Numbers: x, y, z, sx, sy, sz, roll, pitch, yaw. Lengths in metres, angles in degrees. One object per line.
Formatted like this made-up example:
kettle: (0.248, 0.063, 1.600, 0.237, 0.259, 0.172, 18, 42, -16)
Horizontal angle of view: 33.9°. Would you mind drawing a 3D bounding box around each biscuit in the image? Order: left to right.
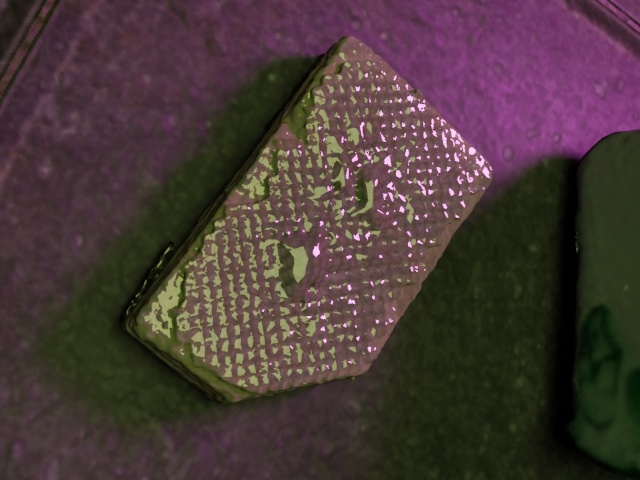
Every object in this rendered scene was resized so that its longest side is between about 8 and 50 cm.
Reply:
biscuit: (0.000, 0.000, 0.688, 0.150, 0.052, 0.252, 43, 69, -18)

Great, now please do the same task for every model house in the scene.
model house: (0.365, 0.068, 0.819, 0.325, 0.194, 0.267, 14, 76, -39)
